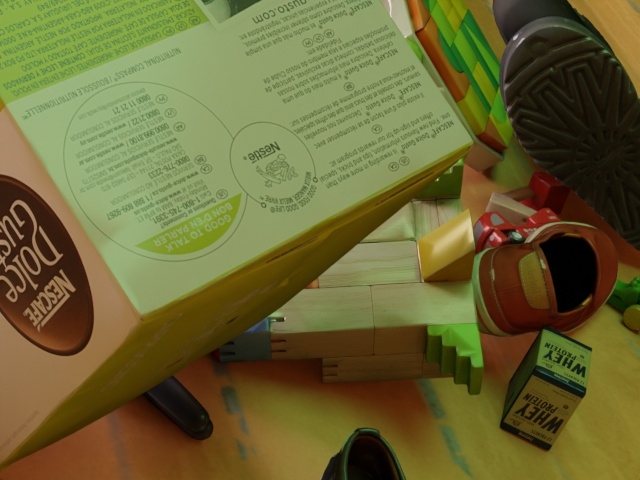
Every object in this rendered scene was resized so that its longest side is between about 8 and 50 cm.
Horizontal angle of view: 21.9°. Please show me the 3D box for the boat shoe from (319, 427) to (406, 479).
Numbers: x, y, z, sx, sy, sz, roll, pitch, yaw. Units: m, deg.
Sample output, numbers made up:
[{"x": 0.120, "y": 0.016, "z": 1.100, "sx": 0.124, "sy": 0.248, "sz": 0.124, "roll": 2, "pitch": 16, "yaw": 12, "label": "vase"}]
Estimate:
[{"x": 0.050, "y": 0.256, "z": 1.360, "sx": 0.084, "sy": 0.079, "sz": 0.233, "roll": 14, "pitch": 35, "yaw": -25, "label": "boat shoe"}]

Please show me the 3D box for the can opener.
[{"x": -0.165, "y": 0.110, "z": 1.447, "sx": 0.186, "sy": 0.073, "sz": 0.059, "roll": 38, "pitch": -6, "yaw": 11, "label": "can opener"}]

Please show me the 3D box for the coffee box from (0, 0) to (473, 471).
[{"x": -0.161, "y": -0.075, "z": 1.285, "sx": 0.338, "sy": 0.337, "sz": 0.334, "roll": -29, "pitch": 82, "yaw": -37, "label": "coffee box"}]

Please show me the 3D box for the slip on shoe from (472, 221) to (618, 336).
[{"x": 0.260, "y": 0.038, "z": 1.762, "sx": 0.331, "sy": 0.101, "sz": 0.123, "roll": -8, "pitch": 82, "yaw": -60, "label": "slip on shoe"}]

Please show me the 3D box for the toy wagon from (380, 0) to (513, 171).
[{"x": 0.133, "y": -0.252, "z": 2.034, "sx": 0.344, "sy": 0.068, "sz": 0.267, "roll": 58, "pitch": 25, "yaw": -17, "label": "toy wagon"}]

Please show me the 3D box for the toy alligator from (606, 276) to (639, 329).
[{"x": 0.371, "y": 0.069, "z": 1.906, "sx": 0.190, "sy": 0.051, "sz": 0.056, "roll": 36, "pitch": 32, "yaw": 15, "label": "toy alligator"}]

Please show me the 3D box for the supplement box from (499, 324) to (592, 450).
[{"x": 0.225, "y": 0.147, "z": 1.648, "sx": 0.056, "sy": 0.083, "sz": 0.083, "roll": 25, "pitch": 32, "yaw": -1, "label": "supplement box"}]

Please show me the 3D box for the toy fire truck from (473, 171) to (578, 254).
[{"x": 0.241, "y": -0.024, "z": 1.946, "sx": 0.192, "sy": 0.047, "sz": 0.135, "roll": -4, "pitch": 37, "yaw": -35, "label": "toy fire truck"}]

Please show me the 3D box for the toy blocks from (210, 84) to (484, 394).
[{"x": 0.006, "y": -0.007, "z": 1.618, "sx": 0.261, "sy": 0.191, "sz": 0.381, "roll": -3, "pitch": 54, "yaw": -2, "label": "toy blocks"}]

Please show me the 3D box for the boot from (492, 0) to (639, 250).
[{"x": 0.307, "y": -0.227, "z": 2.093, "sx": 0.367, "sy": 0.146, "sz": 0.445, "roll": 51, "pitch": 17, "yaw": -32, "label": "boot"}]
